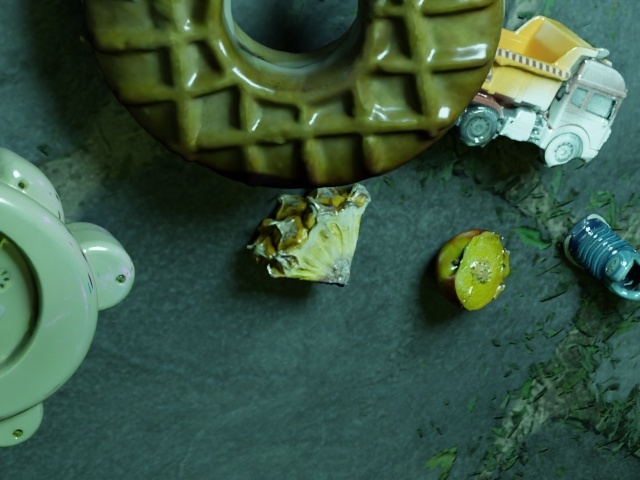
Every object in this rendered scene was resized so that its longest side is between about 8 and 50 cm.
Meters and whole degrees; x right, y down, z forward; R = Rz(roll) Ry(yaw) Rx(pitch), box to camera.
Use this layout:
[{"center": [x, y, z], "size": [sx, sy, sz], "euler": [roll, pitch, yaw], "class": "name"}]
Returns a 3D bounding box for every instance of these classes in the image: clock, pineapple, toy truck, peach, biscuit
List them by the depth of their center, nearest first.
[{"center": [-0.025, -0.169, 1.081], "size": [0.366, 0.115, 0.268], "euler": [-1, 122, 3], "class": "biscuit"}, {"center": [-0.347, 0.042, 1.108], "size": [0.309, 0.114, 0.284], "euler": [30, 96, -36], "class": "clock"}, {"center": [0.177, -0.168, 1.240], "size": [0.271, 0.114, 0.135], "euler": [13, 115, -27], "class": "toy truck"}, {"center": [0.000, 0.000, 1.274], "size": [0.137, 0.069, 0.116], "euler": [-35, 125, -5], "class": "pineapple"}, {"center": [0.164, 0.029, 1.370], "size": [0.098, 0.061, 0.098], "euler": [-20, 120, -40], "class": "peach"}]

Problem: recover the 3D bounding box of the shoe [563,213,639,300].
[{"center": [0.341, 0.025, 1.442], "size": [0.064, 0.071, 0.143], "euler": [-48, 120, 5], "class": "shoe"}]
